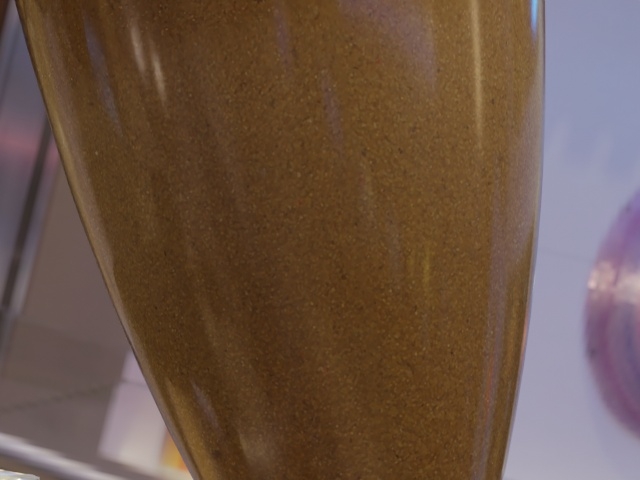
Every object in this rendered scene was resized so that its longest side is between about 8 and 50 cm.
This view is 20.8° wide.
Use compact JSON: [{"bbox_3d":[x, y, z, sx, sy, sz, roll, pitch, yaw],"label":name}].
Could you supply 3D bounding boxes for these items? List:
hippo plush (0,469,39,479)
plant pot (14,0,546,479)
[{"bbox_3d":[-0.318,0.110,0.723,0.234,0.294,0.236,44,-6,-23],"label":"hippo plush"},{"bbox_3d":[0.000,0.000,0.769,0.237,0.254,0.237,-8,-7,-1],"label":"plant pot"}]
